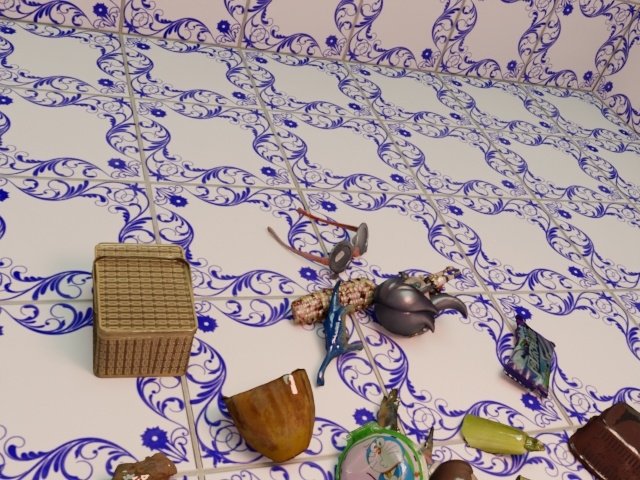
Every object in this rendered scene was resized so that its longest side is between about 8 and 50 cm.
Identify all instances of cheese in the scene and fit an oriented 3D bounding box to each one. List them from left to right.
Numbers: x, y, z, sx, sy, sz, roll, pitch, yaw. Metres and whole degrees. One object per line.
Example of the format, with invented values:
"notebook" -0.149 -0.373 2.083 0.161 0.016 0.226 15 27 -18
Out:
"cheese" 0.149 0.538 1.467 0.203 0.083 0.320 -27 59 1

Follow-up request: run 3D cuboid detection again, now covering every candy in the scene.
"candy" 0.596 0.324 1.974 0.145 0.070 0.275 32 36 3

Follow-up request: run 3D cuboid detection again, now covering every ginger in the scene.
"ginger" -0.364 0.506 1.311 0.122 0.084 0.290 18 36 9

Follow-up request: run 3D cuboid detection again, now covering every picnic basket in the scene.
"picnic basket" -0.425 0.148 1.650 0.228 0.175 0.313 2 40 -20
"picnic basket" 0.797 0.540 1.742 0.222 0.129 0.297 -21 54 -42

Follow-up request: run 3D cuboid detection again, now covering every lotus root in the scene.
"lotus root" -0.094 0.391 1.539 0.188 0.199 0.180 -24 82 3

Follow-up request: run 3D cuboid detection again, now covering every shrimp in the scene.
"shrimp" 0.202 0.452 1.661 0.150 0.051 0.217 17 45 -9

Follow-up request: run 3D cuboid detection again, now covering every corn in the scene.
"corn" 0.037 0.167 1.908 0.280 0.092 0.092 -14 48 -31

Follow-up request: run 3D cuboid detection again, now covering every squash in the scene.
"squash" 0.448 0.488 1.701 0.200 0.075 0.090 12 13 26

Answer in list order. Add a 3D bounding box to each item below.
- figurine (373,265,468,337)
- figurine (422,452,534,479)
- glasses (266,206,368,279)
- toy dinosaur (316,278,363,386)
"figurine" 0.272 0.165 1.922 0.265 0.175 0.197 0 76 -20
"figurine" 0.323 0.550 1.495 0.275 0.161 0.158 18 80 6
"glasses" 0.000 0.000 2.136 0.268 0.118 0.234 16 34 29
"toy dinosaur" 0.025 0.230 1.776 0.075 0.248 0.188 -7 2 35
